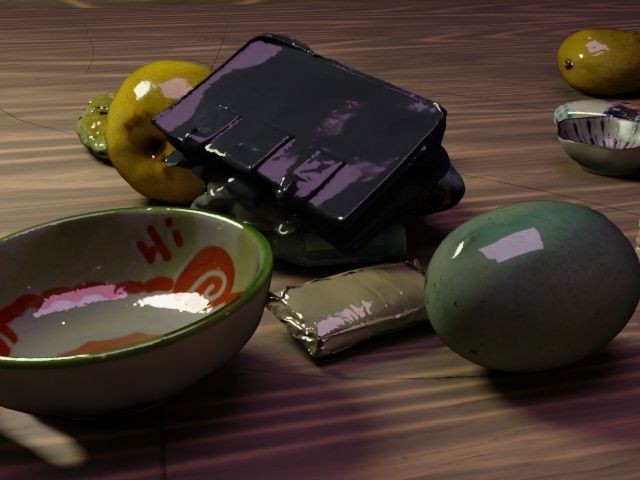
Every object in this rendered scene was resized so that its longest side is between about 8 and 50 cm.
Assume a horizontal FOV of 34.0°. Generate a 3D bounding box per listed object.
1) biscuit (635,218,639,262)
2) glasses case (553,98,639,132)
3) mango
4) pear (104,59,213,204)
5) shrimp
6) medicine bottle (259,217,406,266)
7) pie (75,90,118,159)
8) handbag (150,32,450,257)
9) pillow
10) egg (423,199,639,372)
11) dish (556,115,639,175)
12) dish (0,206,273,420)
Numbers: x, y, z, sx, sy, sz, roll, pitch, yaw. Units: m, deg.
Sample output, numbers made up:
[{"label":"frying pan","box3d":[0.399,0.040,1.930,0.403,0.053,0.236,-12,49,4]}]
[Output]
[{"label":"biscuit","box3d":[0.493,0.011,1.231,0.239,0.108,0.062,1,23,0]},{"label":"glasses case","box3d":[0.566,-0.194,1.822,0.327,0.076,0.125,17,23,35]},{"label":"mango","box3d":[0.642,-0.390,2.277,0.332,0.142,0.195,-9,26,-45]},{"label":"pear","box3d":[-0.199,-0.157,1.502,0.209,0.208,0.209,1,21,0]},{"label":"shrimp","box3d":[0.075,-0.125,1.476,0.137,0.172,0.372,-10,21,-32]},{"label":"medicine bottle","box3d":[0.000,0.000,1.308,0.209,0.053,0.090,-4,21,-5]},{"label":"pie","box3d":[-0.267,-0.197,1.800,0.323,0.070,0.323,3,20,-1]},{"label":"handbag","box3d":[-0.032,-0.109,1.300,0.326,0.118,0.269,28,56,33]},{"label":"pillow","box3d":[0.049,0.068,1.129,0.208,0.053,0.119,-11,28,-30]},{"label":"egg","box3d":[0.213,0.045,1.039,0.237,0.169,0.169,-13,25,-26]},{"label":"dish","box3d":[0.473,-0.148,1.714,0.191,0.066,0.190,1,23,0]},{"label":"dish","box3d":[-0.199,0.084,0.990,0.324,0.124,0.324,-5,24,2]}]
